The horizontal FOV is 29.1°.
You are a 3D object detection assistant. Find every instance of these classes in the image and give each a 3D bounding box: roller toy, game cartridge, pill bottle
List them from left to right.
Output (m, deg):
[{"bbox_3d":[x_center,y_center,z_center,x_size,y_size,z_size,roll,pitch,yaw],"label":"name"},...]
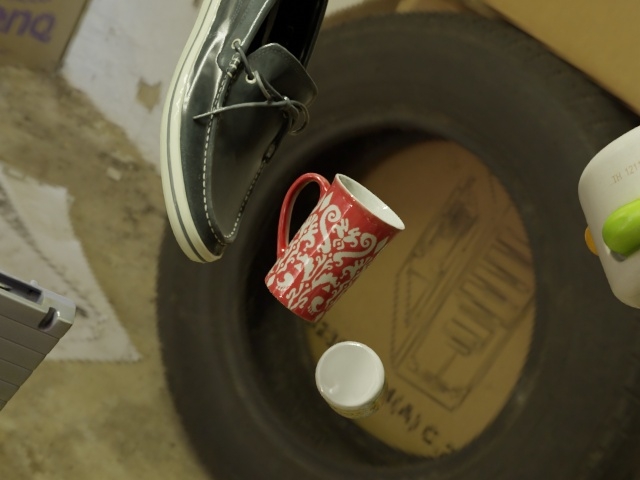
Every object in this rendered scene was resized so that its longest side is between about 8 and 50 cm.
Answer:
[{"bbox_3d":[-0.530,0.093,1.603,0.355,0.230,0.068,27,37,-27],"label":"game cartridge"},{"bbox_3d":[0.059,0.248,2.145,0.117,0.118,0.208,36,-8,13],"label":"pill bottle"},{"bbox_3d":[0.344,-0.034,1.142,0.209,0.191,0.146,60,14,-67],"label":"roller toy"}]

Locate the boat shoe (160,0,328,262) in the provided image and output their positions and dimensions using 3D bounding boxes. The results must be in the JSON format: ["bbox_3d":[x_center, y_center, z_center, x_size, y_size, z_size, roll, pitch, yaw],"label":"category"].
[{"bbox_3d":[-0.095,-0.205,1.681,0.156,0.500,0.187,3,-26,23],"label":"boat shoe"}]

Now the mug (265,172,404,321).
[{"bbox_3d":[0.008,0.005,1.609,0.113,0.169,0.150,29,15,-35],"label":"mug"}]
